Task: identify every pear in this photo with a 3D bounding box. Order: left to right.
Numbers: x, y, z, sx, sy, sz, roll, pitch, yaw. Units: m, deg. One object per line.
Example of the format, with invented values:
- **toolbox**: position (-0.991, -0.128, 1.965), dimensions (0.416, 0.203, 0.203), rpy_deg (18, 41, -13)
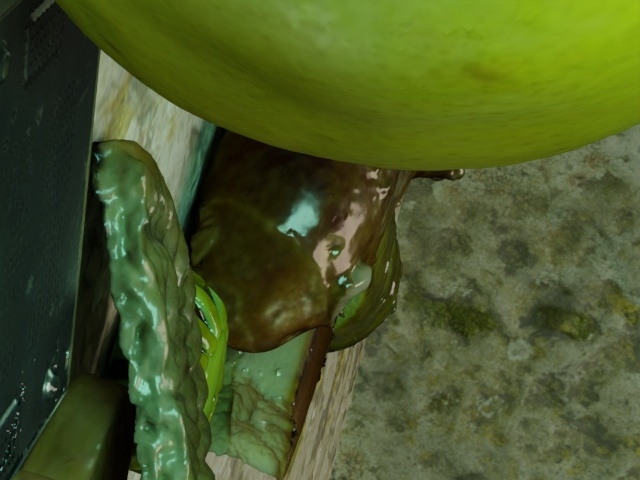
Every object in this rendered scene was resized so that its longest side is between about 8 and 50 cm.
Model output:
- **pear**: position (0.039, -0.199, 0.597), dimensions (0.418, 0.362, 0.362), rpy_deg (-78, 178, -67)

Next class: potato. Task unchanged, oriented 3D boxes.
- **potato**: position (0.000, 0.000, 1.599), dimensions (0.298, 0.141, 0.176), rpy_deg (77, 13, -59)

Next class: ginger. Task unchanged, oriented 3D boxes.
- **ginger**: position (0.041, -0.085, 1.370), dimensions (0.176, 0.254, 0.418), rpy_deg (88, 22, -55)

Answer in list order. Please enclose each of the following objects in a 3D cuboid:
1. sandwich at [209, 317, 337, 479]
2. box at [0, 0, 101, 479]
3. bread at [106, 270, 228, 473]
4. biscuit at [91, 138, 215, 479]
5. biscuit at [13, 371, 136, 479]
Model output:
- **sandwich**: position (-0.047, 0.071, 1.438), dimensions (0.186, 0.108, 0.220), rpy_deg (-65, 169, -63)
- **box**: position (-0.144, -0.003, 0.769), dimensions (0.211, 0.045, 0.270), rpy_deg (-66, 167, -64)
- **bread**: position (-0.103, 0.090, 1.189), dimensions (0.130, 0.071, 0.139), rpy_deg (84, 19, -57)
- **biscuit**: position (-0.091, 0.076, 1.034), dimensions (0.187, 0.036, 0.274), rpy_deg (-29, 111, -88)
- **biscuit**: position (-0.175, 0.247, 0.964), dimensions (0.275, 0.052, 0.355), rpy_deg (91, 15, -50)
